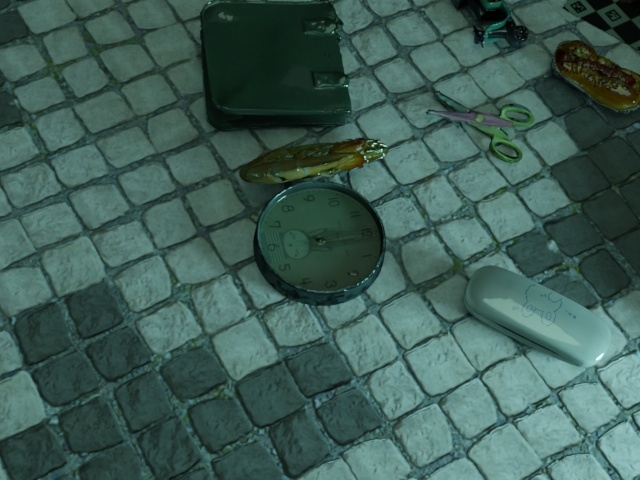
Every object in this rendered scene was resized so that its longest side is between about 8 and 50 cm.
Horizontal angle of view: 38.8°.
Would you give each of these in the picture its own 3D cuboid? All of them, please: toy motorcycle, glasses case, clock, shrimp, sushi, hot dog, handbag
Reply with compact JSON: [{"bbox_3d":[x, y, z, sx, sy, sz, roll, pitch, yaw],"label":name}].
[{"bbox_3d":[0.319,-0.425,1.717,0.100,0.058,0.173,-19,63,-8],"label":"toy motorcycle"},{"bbox_3d":[0.336,0.117,1.412,0.233,0.059,0.092,28,63,10],"label":"glasses case"},{"bbox_3d":[0.000,0.000,1.453,0.215,0.042,0.215,3,60,-5],"label":"clock"},{"bbox_3d":[-0.001,-0.131,1.488,0.267,0.145,0.061,-9,96,-26],"label":"shrimp"},{"bbox_3d":[0.661,-0.479,1.785,0.290,0.050,0.264,32,63,11],"label":"sushi"},{"bbox_3d":[0.513,-0.302,1.668,0.191,0.059,0.108,33,59,15],"label":"hot dog"},{"bbox_3d":[-0.079,-0.311,1.599,0.260,0.079,0.247,-3,63,-11],"label":"handbag"}]

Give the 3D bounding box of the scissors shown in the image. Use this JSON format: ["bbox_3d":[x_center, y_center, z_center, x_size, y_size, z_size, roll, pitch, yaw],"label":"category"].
[{"bbox_3d":[0.282,-0.215,1.615,0.187,0.020,0.133,21,58,4],"label":"scissors"}]
